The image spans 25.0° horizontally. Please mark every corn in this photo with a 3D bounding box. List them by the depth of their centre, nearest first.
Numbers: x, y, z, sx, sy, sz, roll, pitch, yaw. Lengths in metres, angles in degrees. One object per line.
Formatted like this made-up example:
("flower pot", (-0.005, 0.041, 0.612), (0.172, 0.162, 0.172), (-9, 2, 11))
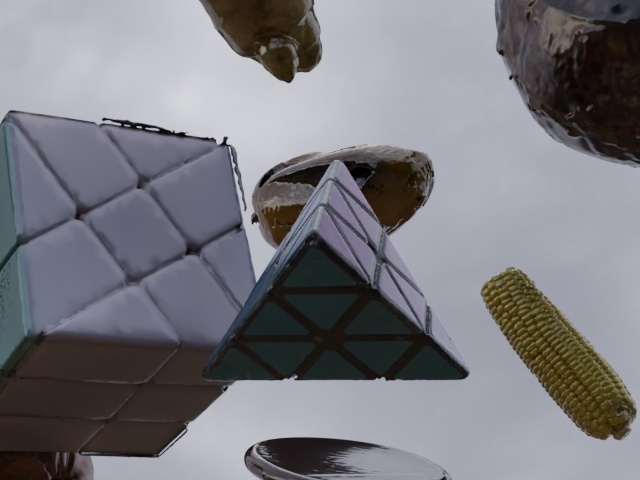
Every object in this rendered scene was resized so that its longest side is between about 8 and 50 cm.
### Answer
("corn", (0.234, 0.112, 1.424), (0.067, 0.206, 0.067), (-34, -18, -12))

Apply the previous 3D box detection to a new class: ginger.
("ginger", (-0.073, -0.176, 0.723), (0.213, 0.137, 0.074), (30, -40, -27))

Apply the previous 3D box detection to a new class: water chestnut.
("water chestnut", (0.361, -0.225, 1.535), (0.350, 0.350, 0.302), (-18, -34, 21))

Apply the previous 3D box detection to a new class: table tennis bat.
("table tennis bat", (0.033, 0.074, 0.729), (0.107, 0.119, 0.170), (4, 5, -28))

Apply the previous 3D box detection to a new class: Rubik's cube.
("Rubik's cube", (0.000, 0.000, 1.091), (0.211, 0.190, 0.178), (-5, -21, 3))
("Rubik's cube", (-0.205, 0.045, 1.290), (0.221, 0.231, 0.224), (7, -33, -32))

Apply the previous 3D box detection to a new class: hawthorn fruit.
("hawthorn fruit", (-0.309, 0.232, 1.377), (0.173, 0.173, 0.173), (1, -40, 0))

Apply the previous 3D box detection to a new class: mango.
("mango", (0.029, -0.056, 1.808), (0.249, 0.156, 0.151), (-20, -52, 31))
